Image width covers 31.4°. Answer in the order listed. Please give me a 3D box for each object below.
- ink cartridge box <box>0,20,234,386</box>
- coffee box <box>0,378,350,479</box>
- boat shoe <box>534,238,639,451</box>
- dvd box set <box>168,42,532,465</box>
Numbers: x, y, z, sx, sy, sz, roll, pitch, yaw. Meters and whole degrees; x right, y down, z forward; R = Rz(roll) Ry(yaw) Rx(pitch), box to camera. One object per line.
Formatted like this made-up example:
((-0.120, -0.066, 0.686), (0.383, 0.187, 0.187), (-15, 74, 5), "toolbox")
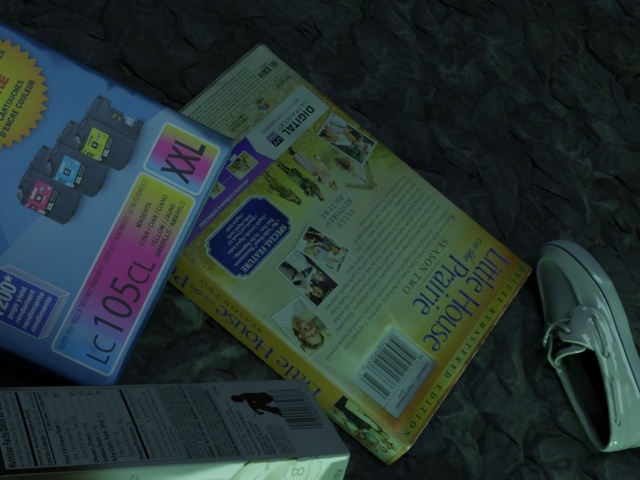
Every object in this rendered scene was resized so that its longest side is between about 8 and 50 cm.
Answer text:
((-0.316, -0.052, 1.039), (0.395, 0.151, 0.270), (26, 74, -7), "ink cartridge box")
((-0.146, 0.219, 0.959), (0.297, 0.168, 0.119), (1, 28, -26), "coffee box")
((0.301, 0.116, 1.303), (0.084, 0.095, 0.258), (-9, 64, -34), "boat shoe")
((0.000, 0.000, 1.255), (0.420, 0.062, 0.308), (39, 52, 2), "dvd box set")
